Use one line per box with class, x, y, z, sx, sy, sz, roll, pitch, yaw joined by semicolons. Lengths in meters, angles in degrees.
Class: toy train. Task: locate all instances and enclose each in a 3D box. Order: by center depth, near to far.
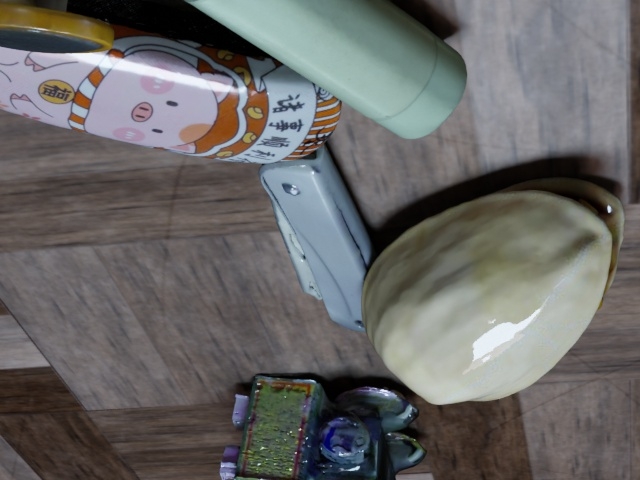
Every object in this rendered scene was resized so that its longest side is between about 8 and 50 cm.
toy train;0.010;0.233;1.548;0.177;0.134;0.261;4;150;12

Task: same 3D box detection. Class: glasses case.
glasses case;-0.115;-0.109;1.011;0.267;0.067;0.103;12;150;-17

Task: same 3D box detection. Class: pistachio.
pistachio;0.138;0.036;1.195;0.229;0.157;0.157;-35;136;29

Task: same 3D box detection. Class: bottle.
bottle;0.004;-0.135;0.958;0.072;0.072;0.201;-24;142;37

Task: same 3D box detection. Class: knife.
knife;0.003;0.000;1.225;0.073;0.040;0.265;3;152;15

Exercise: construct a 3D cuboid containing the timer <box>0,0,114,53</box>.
timer;-0.189;-0.222;0.737;0.233;0.240;0.233;6;180;0
